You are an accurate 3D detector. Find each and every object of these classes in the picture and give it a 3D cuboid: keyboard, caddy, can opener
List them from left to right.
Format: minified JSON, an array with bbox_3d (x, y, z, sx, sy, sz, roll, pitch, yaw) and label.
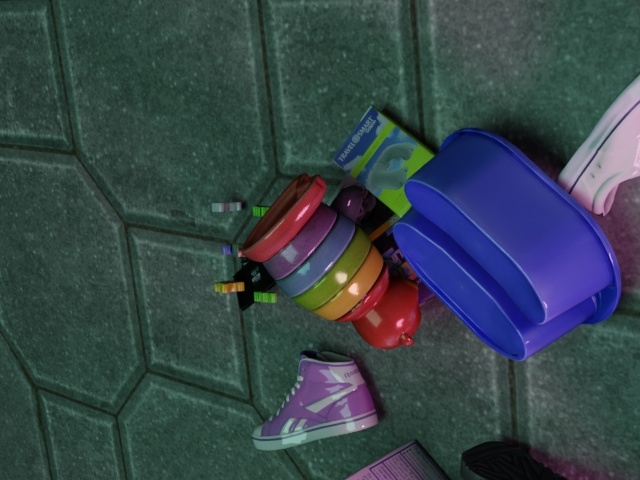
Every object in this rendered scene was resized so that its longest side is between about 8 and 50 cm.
[{"bbox_3d":[-0.105,0.054,2.019,0.192,0.038,0.100,-38,60,55],"label":"keyboard"},{"bbox_3d":[0.000,0.000,1.860,0.076,0.095,0.283,50,130,20],"label":"can opener"},{"bbox_3d":[0.262,-0.002,1.552,0.341,0.179,0.241,46,155,20],"label":"caddy"}]

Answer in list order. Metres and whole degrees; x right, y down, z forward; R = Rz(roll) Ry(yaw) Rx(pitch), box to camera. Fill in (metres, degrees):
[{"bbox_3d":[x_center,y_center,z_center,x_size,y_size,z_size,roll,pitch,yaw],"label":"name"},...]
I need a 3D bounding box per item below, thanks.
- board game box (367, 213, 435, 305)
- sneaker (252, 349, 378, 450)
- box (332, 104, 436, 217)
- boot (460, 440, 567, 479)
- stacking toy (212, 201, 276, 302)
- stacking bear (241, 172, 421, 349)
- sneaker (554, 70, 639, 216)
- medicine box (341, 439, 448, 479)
[{"bbox_3d":[0.132,0.039,1.781,0.170,0.048,0.141,-41,74,45],"label":"board game box"},{"bbox_3d":[-0.027,0.282,2.001,0.282,0.102,0.161,-22,86,36],"label":"sneaker"},{"bbox_3d":[0.103,-0.125,1.722,0.178,0.042,0.109,41,101,26],"label":"box"},{"bbox_3d":[0.332,0.574,1.653,0.367,0.146,0.445,-137,42,-65],"label":"boot"},{"bbox_3d":[-0.127,0.017,1.971,0.221,0.052,0.166,6,99,59],"label":"stacking toy"},{"bbox_3d":[0.037,0.052,1.704,0.289,0.164,0.175,41,176,-12],"label":"stacking bear"},{"bbox_3d":[0.404,-0.136,1.434,0.091,0.094,0.258,38,136,10],"label":"sneaker"},{"bbox_3d":[0.058,0.509,1.857,0.149,0.289,0.263,49,133,22],"label":"medicine box"}]
